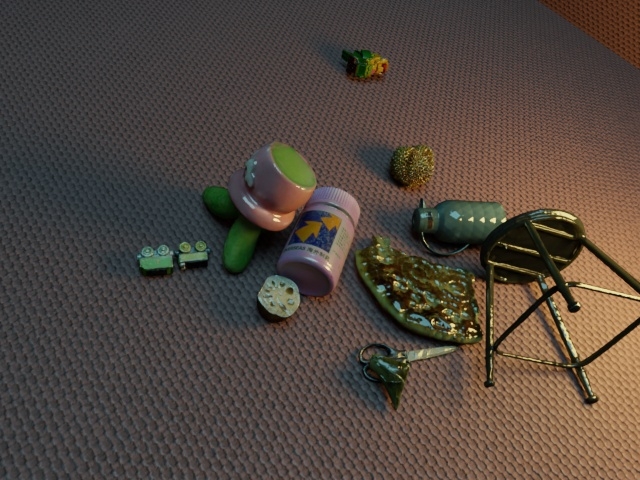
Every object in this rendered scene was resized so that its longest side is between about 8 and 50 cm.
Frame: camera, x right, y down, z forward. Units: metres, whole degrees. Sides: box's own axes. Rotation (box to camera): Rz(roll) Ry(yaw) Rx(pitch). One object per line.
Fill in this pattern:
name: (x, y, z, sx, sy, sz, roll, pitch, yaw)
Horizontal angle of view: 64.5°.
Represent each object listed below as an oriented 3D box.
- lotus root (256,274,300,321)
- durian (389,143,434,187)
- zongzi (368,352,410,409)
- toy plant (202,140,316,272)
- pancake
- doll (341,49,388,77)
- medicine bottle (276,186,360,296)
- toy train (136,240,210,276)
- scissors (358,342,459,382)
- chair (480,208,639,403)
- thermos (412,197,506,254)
lotus root: (-0.114, 0.165, 1.386, 0.112, 0.081, 0.122, 25, 52, 4)
durian: (0.319, -0.264, 1.775, 0.158, 0.137, 0.168, 0, 65, 12)
zongzi: (0.163, 0.359, 1.304, 0.109, 0.055, 0.119, 20, 70, 3)
toy plant: (-0.186, -0.123, 1.449, 0.210, 0.356, 0.317, 4, 51, -41)
pancake: (0.287, 0.144, 1.514, 0.426, 0.067, 0.305, 23, 45, 6)
doll: (0.189, -0.737, 2.109, 0.186, 0.106, 0.134, 1, 43, -12)
medicine bottle: (0.000, 0.000, 1.473, 0.178, 0.178, 0.291, 20, 53, 3)
toy train: (-0.408, 0.053, 1.422, 0.202, 0.060, 0.081, -6, 62, -17)
scissors: (0.249, 0.316, 1.390, 0.299, 0.022, 0.109, -6, 59, -18)
chair: (0.637, 0.153, 1.387, 0.364, 0.362, 0.410, 12, 43, -16)
thermos: (0.438, -0.044, 1.636, 0.286, 0.145, 0.182, 1, 87, -9)
